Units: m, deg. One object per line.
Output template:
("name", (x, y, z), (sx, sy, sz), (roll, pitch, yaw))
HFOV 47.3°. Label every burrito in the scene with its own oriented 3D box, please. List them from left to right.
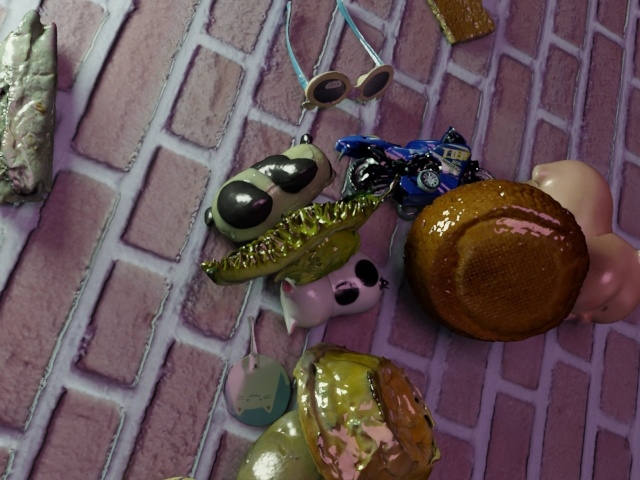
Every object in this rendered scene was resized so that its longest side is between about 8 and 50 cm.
("burrito", (-0.445, -0.203, 1.097), (0.096, 0.066, 0.309), (6, 73, -29))

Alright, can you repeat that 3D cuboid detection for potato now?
("potato", (-0.036, 0.360, 1.072), (0.178, 0.160, 0.235), (59, 34, -45))

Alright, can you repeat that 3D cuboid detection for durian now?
("durian", (-0.004, -0.006, 1.121), (0.375, 0.106, 0.132), (-24, 128, -29))

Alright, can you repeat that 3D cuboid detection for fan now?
("fan", (-0.104, 0.207, 1.167), (0.113, 0.005, 0.176), (0, 75, -25))

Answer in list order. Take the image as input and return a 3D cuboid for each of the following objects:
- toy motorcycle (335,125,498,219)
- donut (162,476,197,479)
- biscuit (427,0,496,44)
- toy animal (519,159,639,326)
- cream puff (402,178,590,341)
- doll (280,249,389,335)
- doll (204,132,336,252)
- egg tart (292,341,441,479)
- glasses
("toy motorcycle", (0.184, -0.137, 1.350), (0.315, 0.113, 0.169), (2, 63, -16))
("donut", (-0.200, 0.420, 1.023), (0.174, 0.068, 0.175), (7, 71, -22))
("biscuit", (0.273, -0.531, 1.551), (0.131, 0.026, 0.237), (-24, 85, -30))
("toy animal", (0.497, 0.007, 1.404), (0.269, 0.237, 0.327), (16, 66, -7))
("cream puff", (0.292, 0.028, 1.264), (0.303, 0.303, 0.212), (34, 19, -12))
("doll", (0.013, 0.082, 1.204), (0.180, 0.107, 0.111), (-14, 102, -21))
("doll", (-0.070, -0.074, 1.189), (0.234, 0.144, 0.135), (-35, 50, -20))
("egg tart", (0.086, 0.272, 1.093), (0.315, 0.120, 0.315), (47, 22, -26))
("glasses", (0.030, -0.363, 1.352), (0.189, 0.088, 0.221), (-14, 81, -27))
